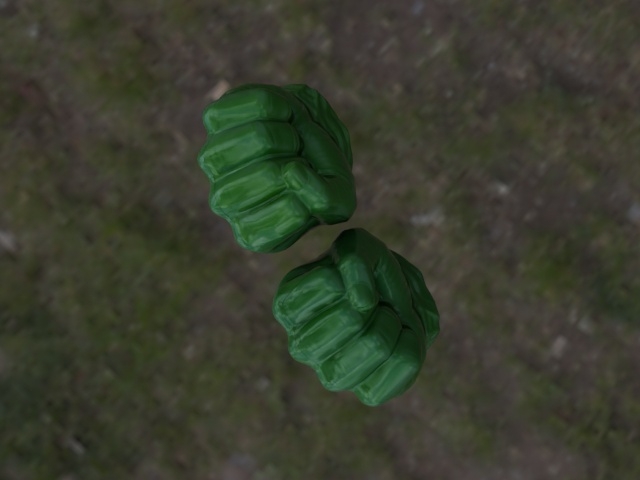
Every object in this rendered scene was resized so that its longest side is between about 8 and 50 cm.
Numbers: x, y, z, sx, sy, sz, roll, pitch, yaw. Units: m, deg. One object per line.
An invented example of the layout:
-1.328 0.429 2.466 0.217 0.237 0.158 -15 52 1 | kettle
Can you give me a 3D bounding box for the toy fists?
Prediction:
0.000 0.000 1.592 0.096 0.142 0.279 -25 94 33 | toy fists
